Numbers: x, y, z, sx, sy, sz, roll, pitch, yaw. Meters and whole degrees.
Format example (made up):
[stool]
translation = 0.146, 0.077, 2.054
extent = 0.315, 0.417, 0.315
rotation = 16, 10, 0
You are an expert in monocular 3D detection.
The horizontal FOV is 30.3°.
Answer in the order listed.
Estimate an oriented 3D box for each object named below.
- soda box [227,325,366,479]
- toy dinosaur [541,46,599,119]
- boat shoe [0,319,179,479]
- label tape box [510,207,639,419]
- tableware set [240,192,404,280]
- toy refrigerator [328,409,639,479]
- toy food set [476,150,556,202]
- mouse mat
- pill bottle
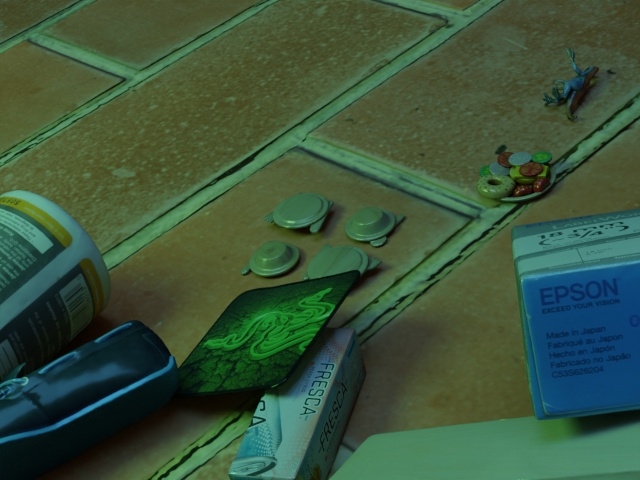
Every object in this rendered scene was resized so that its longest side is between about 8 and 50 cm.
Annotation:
[soda box]
translation = -0.016, 0.154, 1.017
extent = 0.063, 0.058, 0.183
rotation = 0, 37, 21
[toy dinosaur]
translation = 0.301, -0.178, 1.388
extent = 0.082, 0.047, 0.090
rotation = -19, 68, -20
[boat shoe]
translation = -0.257, 0.156, 1.071
extent = 0.258, 0.109, 0.089
rotation = -21, 58, -23
[label tape box]
translation = 0.271, 0.028, 0.915
extent = 0.241, 0.106, 0.333
rotation = -9, 8, 9
[tableware set]
translation = 0.000, 0.000, 1.256
extent = 0.169, 0.020, 0.141
rotation = 10, 43, 31
[toy refrigerator]
translation = 0.143, 0.185, 0.818
extent = 0.269, 0.094, 0.102
rotation = -13, 12, 31
[toy food set]
translation = 0.211, -0.070, 1.269
extent = 0.083, 0.020, 0.082
rotation = -1, 37, 20
[mouse mat]
translation = -0.059, 0.089, 1.098
extent = 0.190, 0.007, 0.152
rotation = -12, 32, 46
[pill bottle]
translation = -0.348, 0.088, 1.143
extent = 0.162, 0.162, 0.278
rotation = 14, 44, 35
